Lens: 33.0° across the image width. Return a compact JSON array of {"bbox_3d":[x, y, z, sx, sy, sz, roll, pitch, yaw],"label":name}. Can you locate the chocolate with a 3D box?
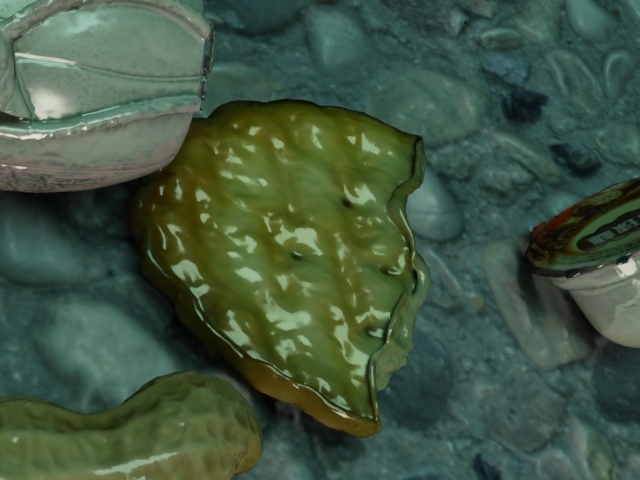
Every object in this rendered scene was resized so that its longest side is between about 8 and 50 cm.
[{"bbox_3d":[0.319,0.031,1.095,0.221,0.221,0.147,-39,114,-36],"label":"chocolate"}]

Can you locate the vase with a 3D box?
[{"bbox_3d":[-0.316,-0.155,0.790,0.446,0.250,0.249,2,64,-29],"label":"vase"}]

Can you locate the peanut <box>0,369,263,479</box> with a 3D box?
[{"bbox_3d":[-0.175,0.168,0.783,0.299,0.120,0.136,-10,75,-33],"label":"peanut"}]

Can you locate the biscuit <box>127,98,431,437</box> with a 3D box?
[{"bbox_3d":[0.000,0.000,0.989,0.335,0.078,0.329,-35,81,-36],"label":"biscuit"}]
